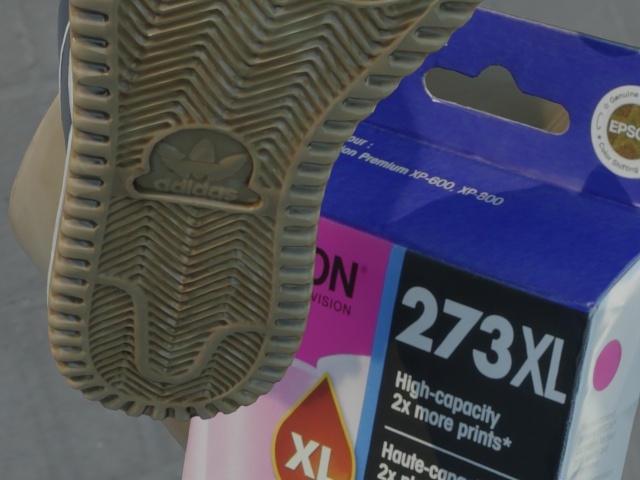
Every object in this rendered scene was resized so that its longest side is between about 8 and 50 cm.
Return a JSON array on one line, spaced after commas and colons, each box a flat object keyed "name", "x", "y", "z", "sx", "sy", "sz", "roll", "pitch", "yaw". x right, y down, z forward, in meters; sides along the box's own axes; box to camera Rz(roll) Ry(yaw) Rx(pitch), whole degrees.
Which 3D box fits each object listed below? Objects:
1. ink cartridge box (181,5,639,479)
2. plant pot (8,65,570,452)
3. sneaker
[{"name": "ink cartridge box", "x": 0.032, "y": 0.090, "z": 0.768, "sx": 0.069, "sy": 0.175, "sz": 0.371, "roll": -10, "pitch": 115, "yaw": -54}, {"name": "plant pot", "x": 0.000, "y": 0.000, "z": 1.009, "sx": 0.280, "sy": 0.323, "sz": 0.323, "roll": 36, "pitch": 58, "yaw": 7}, {"name": "sneaker", "x": -0.019, "y": -0.089, "z": 0.522, "sx": 0.099, "sy": 0.282, "sz": 0.153, "roll": 11, "pitch": 48, "yaw": -11}]
